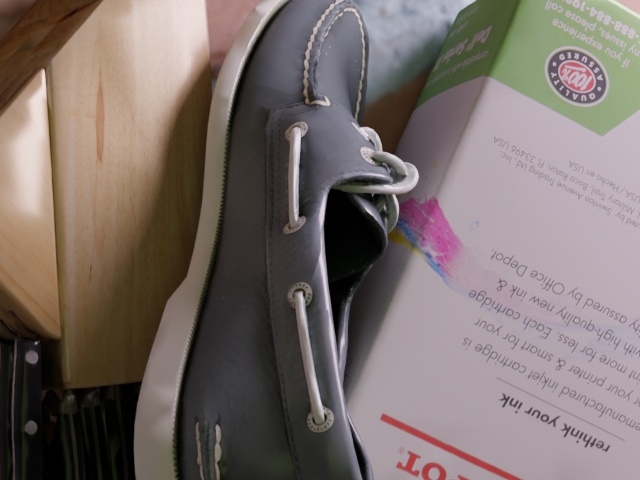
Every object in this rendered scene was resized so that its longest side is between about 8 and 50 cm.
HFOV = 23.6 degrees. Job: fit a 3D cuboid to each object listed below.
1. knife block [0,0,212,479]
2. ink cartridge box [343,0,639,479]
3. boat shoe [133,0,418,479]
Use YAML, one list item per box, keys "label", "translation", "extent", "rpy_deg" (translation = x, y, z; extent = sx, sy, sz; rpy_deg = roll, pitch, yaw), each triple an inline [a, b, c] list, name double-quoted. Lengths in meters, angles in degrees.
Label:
- label: "knife block"
  translation: [-0.096, 0.024, 0.746]
  extent: [0.242, 0.088, 0.276]
  rpy_deg: [51, 55, -27]
- label: "ink cartridge box"
  translation: [0.108, 0.066, 0.790]
  extent: [0.207, 0.119, 0.354]
  rpy_deg: [27, 78, -13]
- label: "boat shoe"
  translation: [0.000, 0.000, 0.714]
  extent: [0.099, 0.116, 0.319]
  rpy_deg: [-4, 49, 19]
